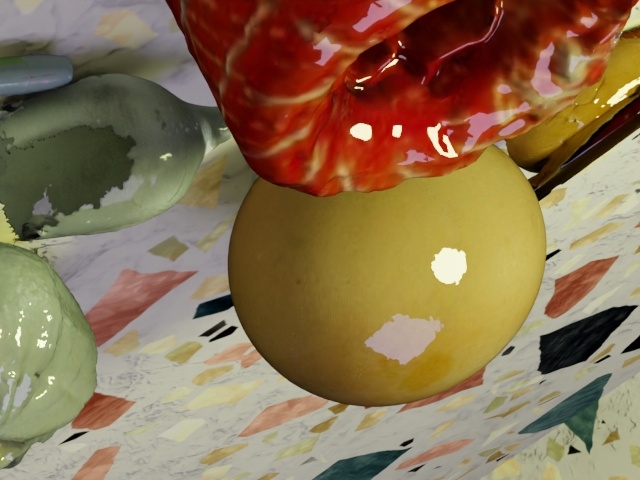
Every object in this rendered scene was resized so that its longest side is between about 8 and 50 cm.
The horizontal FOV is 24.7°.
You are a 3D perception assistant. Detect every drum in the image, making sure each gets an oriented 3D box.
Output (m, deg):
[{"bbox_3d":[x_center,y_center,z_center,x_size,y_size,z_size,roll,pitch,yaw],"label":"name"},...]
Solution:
[{"bbox_3d":[-0.321,-0.107,1.129,0.253,0.049,0.130,0,146,-49],"label":"drum"}]

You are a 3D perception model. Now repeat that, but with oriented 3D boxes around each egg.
[{"bbox_3d":[0.076,0.019,1.533,0.374,0.301,0.301,-8,151,-43],"label":"egg"}]

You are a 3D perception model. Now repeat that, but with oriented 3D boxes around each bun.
[{"bbox_3d":[-0.387,0.149,1.435,0.354,0.194,0.354,-24,156,-11],"label":"bun"}]

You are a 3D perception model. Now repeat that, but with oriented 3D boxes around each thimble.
[{"bbox_3d":[0.056,-0.205,1.109,0.350,0.230,0.350,-22,159,-9],"label":"thimble"}]

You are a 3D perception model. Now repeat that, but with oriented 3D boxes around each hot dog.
[{"bbox_3d":[0.322,-0.165,1.687,0.326,0.107,0.194,-33,170,-13],"label":"hot dog"}]

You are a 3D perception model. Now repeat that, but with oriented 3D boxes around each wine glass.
[{"bbox_3d":[-0.127,-0.092,1.273,0.321,0.143,0.143,-19,157,-20],"label":"wine glass"}]
